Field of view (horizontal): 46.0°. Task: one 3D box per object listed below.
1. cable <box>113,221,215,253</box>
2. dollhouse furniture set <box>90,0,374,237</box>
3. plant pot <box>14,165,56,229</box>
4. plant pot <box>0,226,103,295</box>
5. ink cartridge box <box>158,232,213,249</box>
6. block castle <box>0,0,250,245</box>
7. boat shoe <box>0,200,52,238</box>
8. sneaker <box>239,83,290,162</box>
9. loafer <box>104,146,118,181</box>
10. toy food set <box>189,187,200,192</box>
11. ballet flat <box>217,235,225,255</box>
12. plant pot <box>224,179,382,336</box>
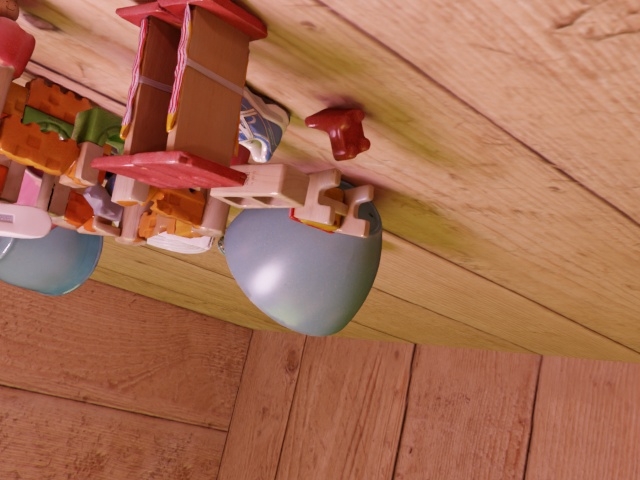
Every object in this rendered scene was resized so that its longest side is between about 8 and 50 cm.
[{"bbox_3d":[-0.379,-0.044,1.829,0.257,0.089,0.257,-1,161,46],"label":"cable"},{"bbox_3d":[-0.086,-0.140,0.973,0.152,0.201,0.374,2,169,38],"label":"dollhouse furniture set"},{"bbox_3d":[-0.551,-0.132,1.458,0.201,0.201,0.180,20,149,-29],"label":"plant pot"},{"bbox_3d":[-0.707,-0.015,1.795,0.272,0.271,0.255,7,173,22],"label":"plant pot"},{"bbox_3d":[-0.318,-0.060,1.587,0.172,0.100,0.237,17,180,-18],"label":"ink cartridge box"},{"bbox_3d":[-0.360,-0.154,1.129,0.303,0.212,0.453,-6,159,43],"label":"block castle"},{"bbox_3d":[-0.498,-0.038,1.123,0.184,0.066,0.063,5,167,-28],"label":"boat shoe"},{"bbox_3d":[-0.133,-0.181,1.065,0.211,0.081,0.080,24,164,-35],"label":"sneaker"},{"bbox_3d":[-0.439,-0.167,1.364,0.303,0.095,0.109,20,163,-23],"label":"loafer"},{"bbox_3d":[-0.276,-0.134,1.506,0.192,0.038,0.132,16,166,36],"label":"toy food set"},{"bbox_3d":[-0.215,0.026,2.056,0.070,0.070,0.188,8,167,20],"label":"ballet flat"},{"bbox_3d":[0.000,0.000,1.367,0.290,0.290,0.195,21,129,-31],"label":"plant pot"}]
